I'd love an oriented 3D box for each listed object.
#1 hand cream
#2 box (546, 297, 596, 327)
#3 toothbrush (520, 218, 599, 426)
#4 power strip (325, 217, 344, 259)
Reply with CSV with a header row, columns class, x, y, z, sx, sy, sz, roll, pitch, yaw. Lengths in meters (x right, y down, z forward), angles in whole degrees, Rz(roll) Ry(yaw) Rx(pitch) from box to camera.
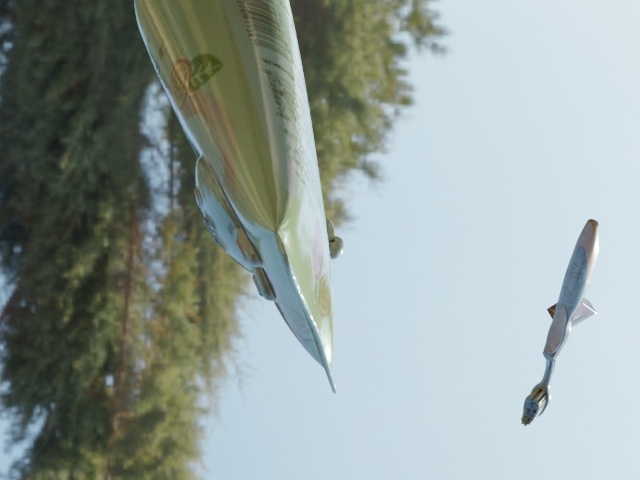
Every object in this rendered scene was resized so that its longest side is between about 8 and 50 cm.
class,x,y,z,sx,sy,sz,roll,pitch,yaw
hand cream,-0.040,-0.073,0.652,0.093,0.147,0.306,-19,-124,-2
box,0.373,0.105,1.720,0.082,0.051,0.023,27,-146,-59
toothbrush,0.282,0.104,1.366,0.028,0.375,0.037,35,-126,25
power strip,0.000,0.000,1.482,0.035,0.055,0.083,7,-166,-28
